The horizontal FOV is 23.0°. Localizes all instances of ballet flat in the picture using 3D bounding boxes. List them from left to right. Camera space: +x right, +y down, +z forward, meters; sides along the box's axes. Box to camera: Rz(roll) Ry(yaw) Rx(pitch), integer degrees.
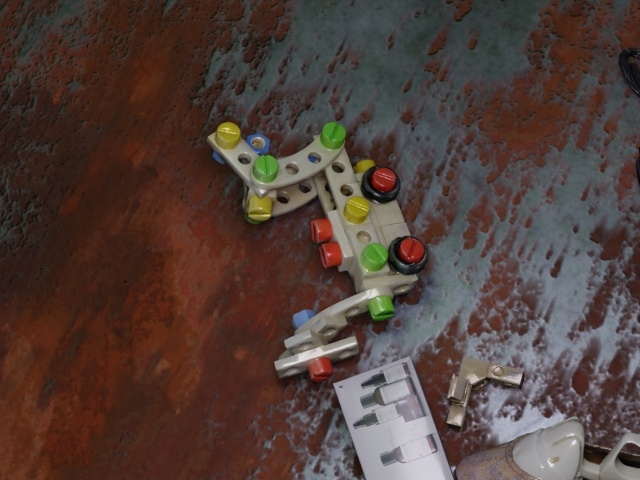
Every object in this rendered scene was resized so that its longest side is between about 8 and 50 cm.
[{"bbox_3d":[0.312,0.254,1.765,0.316,0.106,0.107,8,33,7],"label":"ballet flat"}]

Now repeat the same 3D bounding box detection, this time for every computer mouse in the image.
[{"bbox_3d":[0.409,-0.129,1.926,0.071,0.041,0.242,-7,63,-1],"label":"computer mouse"}]

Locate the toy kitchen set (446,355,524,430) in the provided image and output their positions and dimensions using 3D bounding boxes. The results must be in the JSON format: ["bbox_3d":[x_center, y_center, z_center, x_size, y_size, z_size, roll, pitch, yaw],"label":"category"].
[{"bbox_3d":[0.191,0.181,1.838,0.075,0.068,0.083,13,75,14],"label":"toy kitchen set"}]

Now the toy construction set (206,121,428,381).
[{"bbox_3d":[0.000,0.000,1.891,0.215,0.151,0.328,-10,76,-19],"label":"toy construction set"}]

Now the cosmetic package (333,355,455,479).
[{"bbox_3d":[0.099,0.262,1.801,0.099,0.060,0.239,-21,73,4],"label":"cosmetic package"}]
